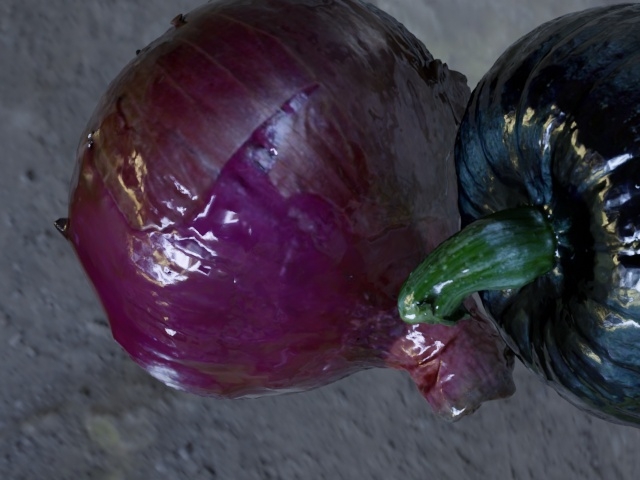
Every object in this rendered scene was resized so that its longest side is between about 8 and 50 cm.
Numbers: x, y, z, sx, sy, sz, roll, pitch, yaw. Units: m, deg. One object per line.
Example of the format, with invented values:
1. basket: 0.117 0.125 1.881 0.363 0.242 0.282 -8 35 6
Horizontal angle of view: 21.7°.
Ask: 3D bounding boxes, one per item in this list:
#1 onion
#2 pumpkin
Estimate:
1. onion: 0.000 0.000 1.264 0.348 0.348 0.385 -44 67 -9
2. pumpkin: 0.155 -0.004 0.931 0.248 0.248 0.248 -6 64 11
